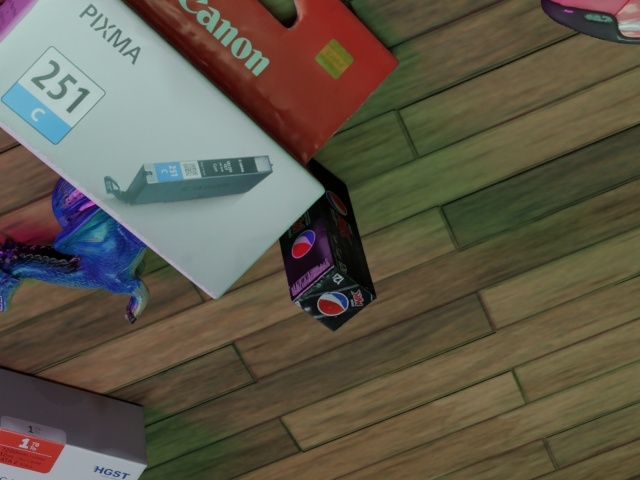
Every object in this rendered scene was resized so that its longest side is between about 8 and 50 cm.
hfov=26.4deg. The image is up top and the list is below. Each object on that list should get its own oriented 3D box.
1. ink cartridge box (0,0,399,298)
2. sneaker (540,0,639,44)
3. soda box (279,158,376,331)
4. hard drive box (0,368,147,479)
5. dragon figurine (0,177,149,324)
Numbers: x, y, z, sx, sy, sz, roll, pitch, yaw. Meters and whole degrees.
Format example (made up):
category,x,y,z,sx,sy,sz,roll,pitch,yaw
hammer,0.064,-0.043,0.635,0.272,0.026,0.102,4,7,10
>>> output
category,x,y,z,sx,sy,sz,roll,pitch,yaw
ink cartridge box,-0.103,-0.135,1.113,0.261,0.066,0.296,-46,120,5
sneaker,0.327,-0.260,1.137,0.314,0.116,0.136,-15,119,-8
soda box,0.000,0.000,1.223,0.053,0.169,0.060,-39,125,20
hard drive box,-0.311,0.256,1.419,0.181,0.089,0.232,18,122,-24
dragon figurine,-0.191,-0.019,1.226,0.144,0.085,0.289,31,118,-30
